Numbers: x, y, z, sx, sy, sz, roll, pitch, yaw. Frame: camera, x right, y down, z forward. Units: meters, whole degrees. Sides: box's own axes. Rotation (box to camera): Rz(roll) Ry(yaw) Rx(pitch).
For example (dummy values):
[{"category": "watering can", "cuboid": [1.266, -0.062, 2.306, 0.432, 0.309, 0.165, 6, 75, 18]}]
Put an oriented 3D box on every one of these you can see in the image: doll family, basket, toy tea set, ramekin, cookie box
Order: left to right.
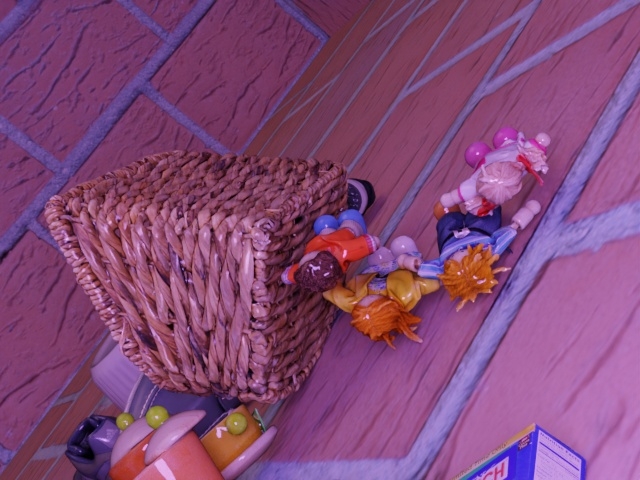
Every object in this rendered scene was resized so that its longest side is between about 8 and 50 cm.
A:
[{"category": "toy tea set", "cuboid": [-0.160, 0.210, 0.975, 0.200, 0.124, 0.336, -38, -6, -39]}, {"category": "ramekin", "cuboid": [-0.251, 0.156, 1.653, 0.273, 0.127, 0.273, -48, 12, 13]}, {"category": "basket", "cuboid": [-0.112, 0.036, 1.063, 0.299, 0.223, 0.213, -46, -41, -68]}, {"category": "doll family", "cuboid": [0.096, 0.012, 0.883, 0.263, 0.118, 0.163, -28, 12, 18]}, {"category": "cookie box", "cuboid": [0.090, 0.161, 0.540, 0.092, 0.040, 0.107, -45, 12, 34]}]

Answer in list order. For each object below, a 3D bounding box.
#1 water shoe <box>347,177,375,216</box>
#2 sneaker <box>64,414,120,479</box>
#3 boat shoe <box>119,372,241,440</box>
[{"category": "water shoe", "cuboid": [0.000, 0.000, 1.380, 0.203, 0.073, 0.080, -44, -12, 24]}, {"category": "sneaker", "cuboid": [-0.276, 0.282, 1.367, 0.111, 0.121, 0.300, -57, 13, -31]}, {"category": "boat shoe", "cuboid": [-0.124, 0.143, 1.246, 0.319, 0.116, 0.099, -52, 6, -33]}]
